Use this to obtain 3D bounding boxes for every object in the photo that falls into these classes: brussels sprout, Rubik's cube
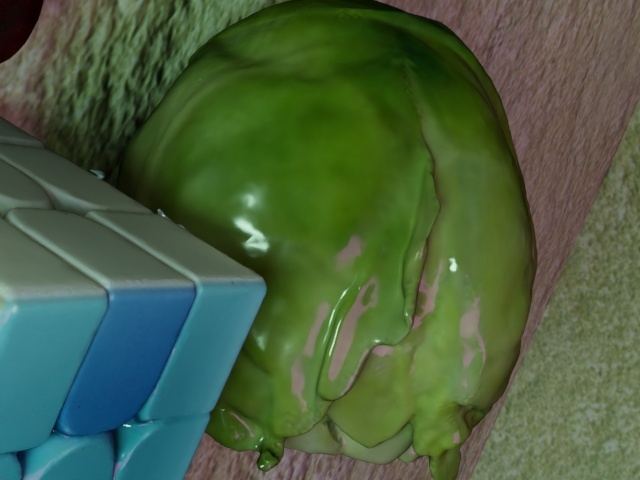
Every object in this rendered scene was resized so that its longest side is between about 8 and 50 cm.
[{"bbox_3d":[0.012,-0.015,1.366,0.425,0.342,0.361,-22,127,-85],"label":"brussels sprout"},{"bbox_3d":[-0.256,0.083,0.986,0.291,0.291,0.290,-64,157,10],"label":"Rubik's cube"}]

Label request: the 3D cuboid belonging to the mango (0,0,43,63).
[{"bbox_3d":[-0.234,-0.180,0.960,0.133,0.111,0.267,-43,149,-12],"label":"mango"}]
